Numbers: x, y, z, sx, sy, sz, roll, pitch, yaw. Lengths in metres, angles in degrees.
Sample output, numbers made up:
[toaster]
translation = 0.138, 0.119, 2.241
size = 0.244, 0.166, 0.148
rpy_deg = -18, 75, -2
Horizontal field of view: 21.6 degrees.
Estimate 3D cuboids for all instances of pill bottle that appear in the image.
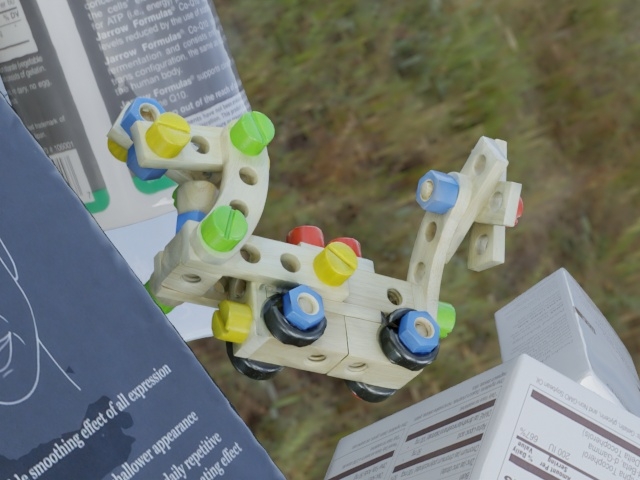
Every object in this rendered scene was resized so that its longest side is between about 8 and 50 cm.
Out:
[pill bottle]
translation = -0.198, -0.203, 1.493
size = 0.204, 0.204, 0.361
rpy_deg = -43, 117, -64

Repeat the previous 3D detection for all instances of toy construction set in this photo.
[toy construction set]
translation = 0.000, 0.000, 1.283
size = 0.328, 0.151, 0.215
rpy_deg = 4, 56, -17

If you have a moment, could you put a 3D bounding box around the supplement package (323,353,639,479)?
[supplement package]
translation = 0.133, 0.196, 0.803
size = 0.262, 0.204, 0.145
rpy_deg = 30, 63, -12

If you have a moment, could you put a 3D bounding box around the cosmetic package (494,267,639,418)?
[cosmetic package]
translation = 0.218, 0.124, 1.428
size = 0.117, 0.085, 0.231
rpy_deg = 50, 13, -16

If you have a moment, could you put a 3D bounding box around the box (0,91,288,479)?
[box]
translation = -0.247, 0.097, 0.907
size = 0.395, 0.212, 0.293
rpy_deg = 54, 31, -1

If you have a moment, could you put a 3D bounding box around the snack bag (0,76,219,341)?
[snack bag]
translation = -0.259, -0.026, 1.605
size = 0.323, 0.037, 0.342
rpy_deg = -18, 83, -45
